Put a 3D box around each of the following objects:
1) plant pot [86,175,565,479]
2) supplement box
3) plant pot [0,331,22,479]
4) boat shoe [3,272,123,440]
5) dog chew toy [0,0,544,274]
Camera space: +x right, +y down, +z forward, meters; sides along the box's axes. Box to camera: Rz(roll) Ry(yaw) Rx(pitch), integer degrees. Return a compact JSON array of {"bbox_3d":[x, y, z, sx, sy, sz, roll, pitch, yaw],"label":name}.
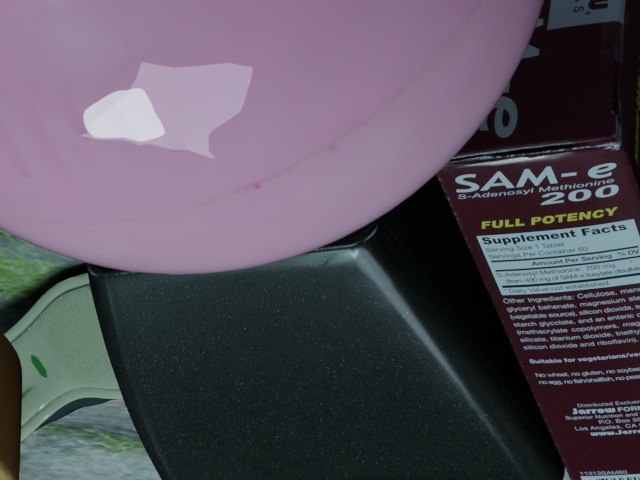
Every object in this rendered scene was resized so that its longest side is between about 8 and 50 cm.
[{"bbox_3d":[0.000,0.000,0.706,0.188,0.187,0.167,-6,145,21],"label":"plant pot"},{"bbox_3d":[0.120,0.000,0.657,0.073,0.130,0.239,-6,136,22],"label":"supplement box"},{"bbox_3d":[-0.268,0.003,0.695,0.291,0.203,0.291,2,157,1],"label":"plant pot"},{"bbox_3d":[-0.139,0.062,1.008,0.233,0.084,0.079,-27,-178,38],"label":"boat shoe"},{"bbox_3d":[-0.068,-0.133,0.379,0.207,0.206,0.332,-7,148,21],"label":"dog chew toy"}]
